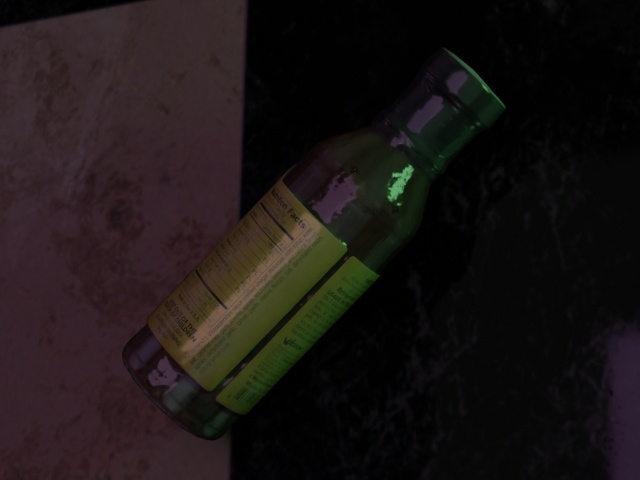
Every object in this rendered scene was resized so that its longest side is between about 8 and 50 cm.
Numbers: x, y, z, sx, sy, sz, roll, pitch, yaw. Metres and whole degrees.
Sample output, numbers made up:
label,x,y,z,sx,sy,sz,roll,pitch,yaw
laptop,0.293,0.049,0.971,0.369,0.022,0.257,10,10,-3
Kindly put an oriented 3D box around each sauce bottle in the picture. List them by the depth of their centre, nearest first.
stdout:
label,x,y,z,sx,sy,sz,roll,pitch,yaw
sauce bottle,0.000,0.000,1.346,0.344,0.111,0.111,-45,60,4
